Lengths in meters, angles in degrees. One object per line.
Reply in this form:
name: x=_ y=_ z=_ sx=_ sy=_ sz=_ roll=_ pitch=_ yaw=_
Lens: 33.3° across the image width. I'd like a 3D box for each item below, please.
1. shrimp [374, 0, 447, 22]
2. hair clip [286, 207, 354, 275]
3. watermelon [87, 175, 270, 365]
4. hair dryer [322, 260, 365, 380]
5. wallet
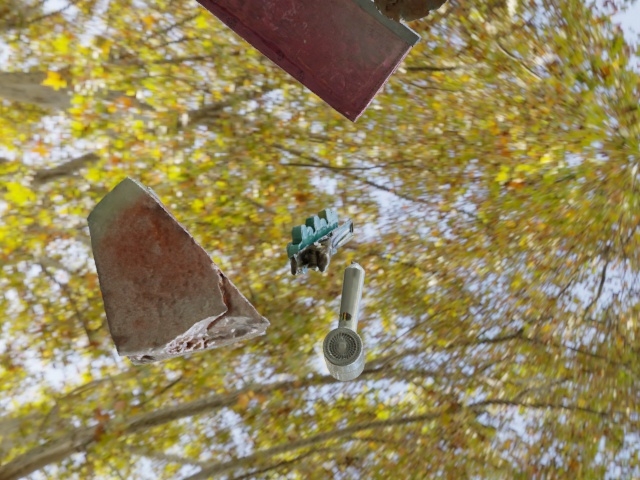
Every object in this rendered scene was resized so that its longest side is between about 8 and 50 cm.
shrimp: x=0.114 y=-0.257 z=0.911 sx=0.184 sy=0.043 sz=0.091 roll=-42 pitch=-124 yaw=31
hair clip: x=-0.001 y=-0.001 z=0.984 sx=0.049 sy=0.173 sz=0.049 roll=2 pitch=-79 yaw=12
watermelon: x=-0.179 y=0.066 z=1.411 sx=0.193 sy=0.231 sz=0.310 roll=-16 pitch=-50 yaw=-4
hair dryer: x=0.033 y=0.091 z=1.264 sx=0.047 sy=0.082 sz=0.137 roll=5 pitch=-109 yaw=6
wallet: x=-0.020 y=-0.240 z=1.146 sx=0.232 sy=0.025 sz=0.119 roll=38 pitch=-73 yaw=0
